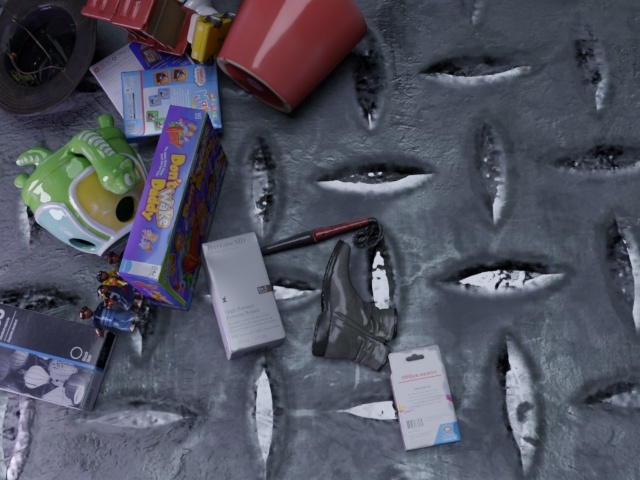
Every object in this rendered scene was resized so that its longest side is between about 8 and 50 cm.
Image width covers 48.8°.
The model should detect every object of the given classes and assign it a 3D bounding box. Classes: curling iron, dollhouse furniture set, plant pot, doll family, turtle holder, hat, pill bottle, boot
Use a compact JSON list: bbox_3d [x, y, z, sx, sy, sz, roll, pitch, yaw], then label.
[{"bbox_3d":[0.000,0.000,1.473,0.273,0.035,0.068,-8,71,1],"label":"curling iron"},{"bbox_3d":[-0.332,-0.604,1.499,0.152,0.201,0.374,21,92,13],"label":"dollhouse furniture set"},{"bbox_3d":[-0.078,-0.429,1.519,0.274,0.275,0.243,32,87,13],"label":"plant pot"},{"bbox_3d":[-0.413,0.104,1.427,0.111,0.076,0.193,16,43,-11],"label":"doll family"},{"bbox_3d":[-0.437,-0.111,1.408,0.320,0.243,0.227,-34,93,30],"label":"turtle holder"},{"bbox_3d":[-0.600,-0.423,1.600,0.331,0.134,0.332,-4,80,20],"label":"hat"},{"bbox_3d":[-0.313,-0.550,1.644,0.169,0.094,0.094,43,79,13],"label":"pill bottle"},{"bbox_3d":[0.078,0.130,1.412,0.161,0.083,0.247,10,78,0],"label":"boot"}]

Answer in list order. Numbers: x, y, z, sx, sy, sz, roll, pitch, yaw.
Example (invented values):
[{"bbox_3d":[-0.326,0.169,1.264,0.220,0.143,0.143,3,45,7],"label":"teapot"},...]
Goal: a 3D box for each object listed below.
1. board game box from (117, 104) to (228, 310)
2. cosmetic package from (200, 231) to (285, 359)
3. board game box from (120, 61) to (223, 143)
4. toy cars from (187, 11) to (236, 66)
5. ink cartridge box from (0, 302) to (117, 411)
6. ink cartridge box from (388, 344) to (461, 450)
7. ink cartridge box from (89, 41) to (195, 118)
[{"bbox_3d":[-0.282,-0.057,1.406,0.078,0.233,0.347,10,73,7],"label":"board game box"},{"bbox_3d":[-0.158,0.109,1.410,0.117,0.085,0.231,-14,73,-17],"label":"cosmetic package"},{"bbox_3d":[-0.326,-0.303,1.552,0.211,0.039,0.160,-7,76,0],"label":"board game box"},{"bbox_3d":[-0.203,-0.536,1.571,0.087,0.176,0.394,22,68,7],"label":"toy cars"},{"bbox_3d":[-0.595,0.225,1.421,0.332,0.065,0.166,11,73,8],"label":"ink cartridge box"},{"bbox_3d":[0.194,0.300,1.347,0.104,0.061,0.181,-10,72,0],"label":"ink cartridge box"},{"bbox_3d":[-0.387,-0.364,1.612,0.206,0.045,0.208,-34,76,-7],"label":"ink cartridge box"}]
